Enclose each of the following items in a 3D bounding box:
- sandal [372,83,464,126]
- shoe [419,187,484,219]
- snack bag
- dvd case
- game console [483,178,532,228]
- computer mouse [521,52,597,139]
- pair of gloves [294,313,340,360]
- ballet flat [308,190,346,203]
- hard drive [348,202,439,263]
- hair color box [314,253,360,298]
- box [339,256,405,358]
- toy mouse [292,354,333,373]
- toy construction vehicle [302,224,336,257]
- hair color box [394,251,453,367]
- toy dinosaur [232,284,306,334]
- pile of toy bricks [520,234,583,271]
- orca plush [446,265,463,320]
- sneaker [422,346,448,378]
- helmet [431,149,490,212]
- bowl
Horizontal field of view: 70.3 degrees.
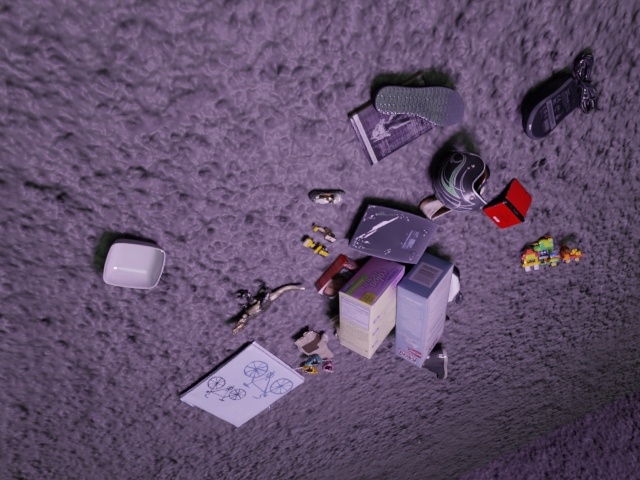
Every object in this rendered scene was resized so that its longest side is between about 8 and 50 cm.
[{"bbox_3d":[0.255,-0.359,1.170,0.254,0.054,0.097,7,115,-16],"label":"sandal"},{"bbox_3d":[0.419,-0.122,1.418,0.219,0.058,0.077,-22,130,-5],"label":"shoe"},{"bbox_3d":[-0.274,0.533,1.646,0.342,0.037,0.323,-38,128,8],"label":"snack bag"},{"bbox_3d":[0.199,-0.320,1.214,0.221,0.018,0.164,-31,131,2],"label":"dvd case"},{"bbox_3d":[0.631,-0.121,1.532,0.124,0.085,0.144,-23,137,38],"label":"game console"},{"bbox_3d":[0.676,-0.396,1.318,0.272,0.072,0.188,-36,128,-9],"label":"computer mouse"},{"bbox_3d":[0.035,0.342,1.619,0.240,0.042,0.204,-32,136,11],"label":"pair of gloves"},{"bbox_3d":[0.025,-0.117,1.282,0.114,0.041,0.041,-2,125,-20],"label":"ballet flat"},{"bbox_3d":[0.222,-0.025,1.405,0.254,0.054,0.172,13,119,-21],"label":"hard drive"},{"bbox_3d":[0.054,0.117,1.463,0.072,0.043,0.141,27,112,-35],"label":"hair color box"},{"bbox_3d":[0.164,0.211,1.462,0.213,0.117,0.243,-42,143,-39],"label":"box"},{"bbox_3d":[-0.002,0.446,1.652,0.161,0.031,0.143,19,137,-26],"label":"toy mouse"},{"bbox_3d":[0.000,0.000,1.367,0.098,0.035,0.086,24,124,-30],"label":"toy construction vehicle"},{"bbox_3d":[0.349,0.245,1.558,0.185,0.113,0.375,-43,143,-34],"label":"hair color box"},{"bbox_3d":[-0.185,0.187,1.414,0.268,0.064,0.118,-33,136,1],"label":"toy dinosaur"},{"bbox_3d":[0.840,0.034,1.685,0.212,0.118,0.105,-12,101,8],"label":"pile of toy bricks"},{"bbox_3d":[0.459,0.176,1.630,0.102,0.151,0.287,-40,134,-32],"label":"orca plush"},{"bbox_3d":[0.467,0.516,1.908,0.118,0.083,0.222,-7,136,7],"label":"sneaker"},{"bbox_3d":[0.405,-0.164,1.307,0.169,0.169,0.162,14,97,-29],"label":"helmet"},{"bbox_3d":[-0.490,0.056,1.200,0.142,0.053,0.142,12,119,-28],"label":"bowl"}]
